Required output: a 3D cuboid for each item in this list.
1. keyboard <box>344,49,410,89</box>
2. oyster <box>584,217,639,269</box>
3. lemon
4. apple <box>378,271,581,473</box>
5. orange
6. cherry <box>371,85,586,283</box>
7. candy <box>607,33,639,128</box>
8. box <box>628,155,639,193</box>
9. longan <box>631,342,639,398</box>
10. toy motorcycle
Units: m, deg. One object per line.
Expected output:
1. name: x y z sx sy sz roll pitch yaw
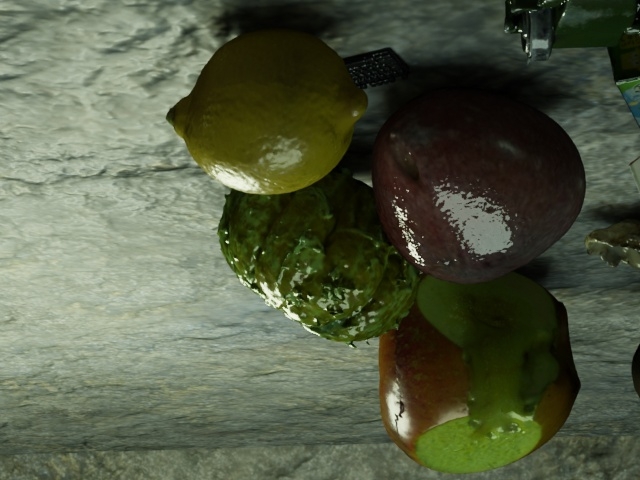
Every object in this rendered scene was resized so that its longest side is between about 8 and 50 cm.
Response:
1. keyboard: 0.010 -0.194 1.633 0.195 0.018 0.060 -11 155 27
2. oyster: 0.582 0.008 2.074 0.341 0.110 0.166 -2 155 13
3. lemon: -0.058 -0.145 1.520 0.244 0.187 0.187 -7 159 25
4. apple: 0.267 0.216 2.287 0.374 0.374 0.384 -2 173 4
5. orange: 0.000 0.000 1.847 0.301 0.223 0.300 30 -177 -44
6. cherry: 0.185 -0.073 1.681 0.261 0.221 0.307 -31 133 32
7. candy: 0.376 -0.189 1.532 0.062 0.097 0.194 -12 158 21
8. box: 0.564 -0.022 1.528 0.122 0.345 0.385 -6 159 -30
9. longan: 0.694 0.212 2.370 0.297 0.297 0.297 0 160 0
10. toy motorcycle: 0.288 -0.256 1.319 0.205 0.127 0.275 0 167 4
